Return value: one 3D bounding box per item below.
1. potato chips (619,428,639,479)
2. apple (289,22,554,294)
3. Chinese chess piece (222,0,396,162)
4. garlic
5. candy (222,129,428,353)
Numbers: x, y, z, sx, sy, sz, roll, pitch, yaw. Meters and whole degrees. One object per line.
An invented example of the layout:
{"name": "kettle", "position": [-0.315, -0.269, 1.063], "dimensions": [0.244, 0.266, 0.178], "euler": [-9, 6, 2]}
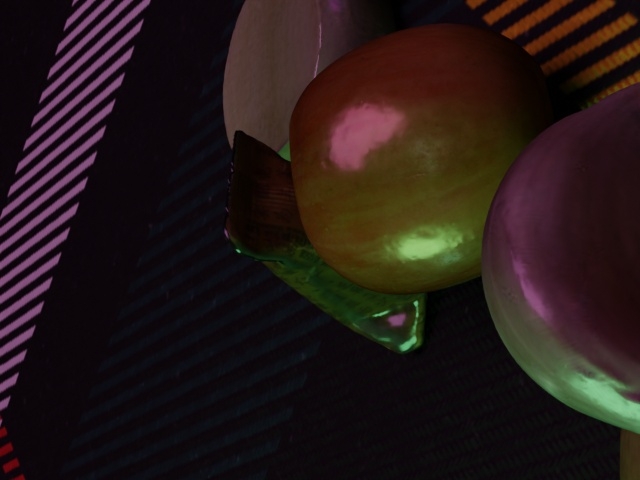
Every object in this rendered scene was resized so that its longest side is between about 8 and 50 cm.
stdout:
{"name": "potato chips", "position": [0.278, 0.161, 1.493], "dimensions": [0.195, 0.062, 0.208], "euler": [0, 83, 64]}
{"name": "apple", "position": [0.103, -0.076, 1.742], "dimensions": [0.241, 0.242, 0.242], "euler": [-13, 65, 25]}
{"name": "Chinese chess piece", "position": [-0.015, -0.185, 2.119], "dimensions": [0.250, 0.101, 0.250], "euler": [-31, 54, 55]}
{"name": "garlic", "position": [0.250, -0.026, 1.405], "dimensions": [0.246, 0.231, 0.340], "euler": [7, 74, 62]}
{"name": "candy", "position": [0.000, 0.000, 1.860], "dimensions": [0.101, 0.271, 0.143], "euler": [-31, 48, 30]}
